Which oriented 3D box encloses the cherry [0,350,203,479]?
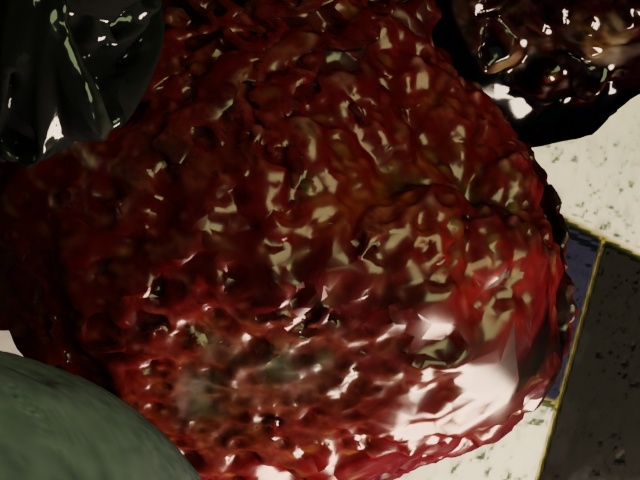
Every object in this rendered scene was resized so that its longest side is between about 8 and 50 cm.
[{"bbox_3d":[-0.160,0.161,0.751,0.296,0.218,0.255,-4,108,-41],"label":"cherry"}]

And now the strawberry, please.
[{"bbox_3d":[0.000,0.000,0.872,0.274,0.220,0.274,-10,105,-41],"label":"strawberry"}]

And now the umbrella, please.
[{"bbox_3d":[-0.150,-0.069,0.703,0.110,0.272,0.122,15,63,-43],"label":"umbrella"}]

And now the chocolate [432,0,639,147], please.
[{"bbox_3d":[0.184,-0.170,1.043,0.206,0.177,0.224,41,67,-36],"label":"chocolate"}]
